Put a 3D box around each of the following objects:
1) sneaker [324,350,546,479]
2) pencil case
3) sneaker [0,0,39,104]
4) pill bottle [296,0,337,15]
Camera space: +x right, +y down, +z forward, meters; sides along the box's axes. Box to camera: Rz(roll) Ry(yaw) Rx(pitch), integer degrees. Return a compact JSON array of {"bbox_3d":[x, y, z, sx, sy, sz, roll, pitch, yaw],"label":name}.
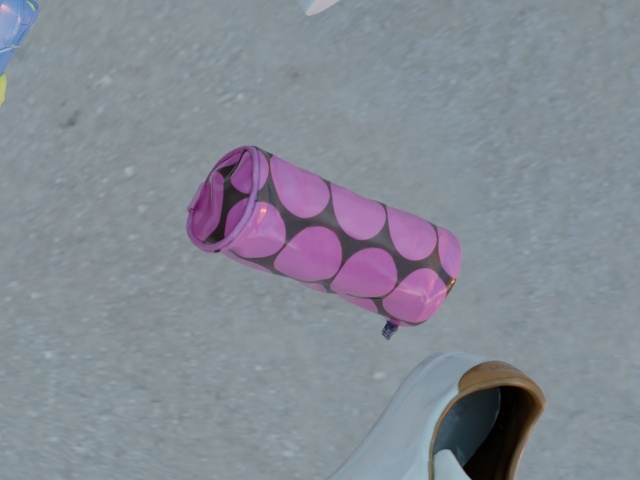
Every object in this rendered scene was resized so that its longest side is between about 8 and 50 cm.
[{"bbox_3d":[0.048,0.195,1.056,0.106,0.123,0.290,38,74,-19],"label":"sneaker"},{"bbox_3d":[0.000,0.000,1.162,0.209,0.098,0.095,25,88,-38],"label":"pencil case"},{"bbox_3d":[-0.242,-0.149,0.784,0.240,0.091,0.126,39,88,-29],"label":"sneaker"},{"bbox_3d":[-0.037,-0.339,1.738,0.103,0.103,0.184,-32,85,-19],"label":"pill bottle"}]
